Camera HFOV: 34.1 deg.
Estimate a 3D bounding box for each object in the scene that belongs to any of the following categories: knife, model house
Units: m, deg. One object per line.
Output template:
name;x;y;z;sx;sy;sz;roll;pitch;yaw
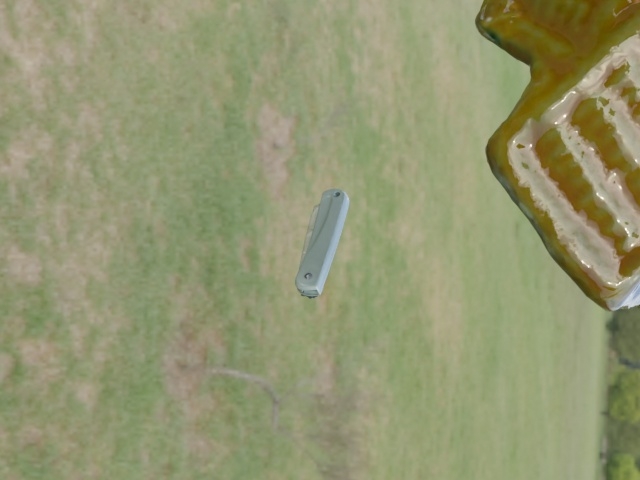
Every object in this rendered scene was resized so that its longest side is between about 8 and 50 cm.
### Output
knife;0.000;0.000;1.252;0.023;0.044;0.162;75;25;-47
model house;0.199;-0.084;0.694;0.268;0.239;0.173;57;-26;8
